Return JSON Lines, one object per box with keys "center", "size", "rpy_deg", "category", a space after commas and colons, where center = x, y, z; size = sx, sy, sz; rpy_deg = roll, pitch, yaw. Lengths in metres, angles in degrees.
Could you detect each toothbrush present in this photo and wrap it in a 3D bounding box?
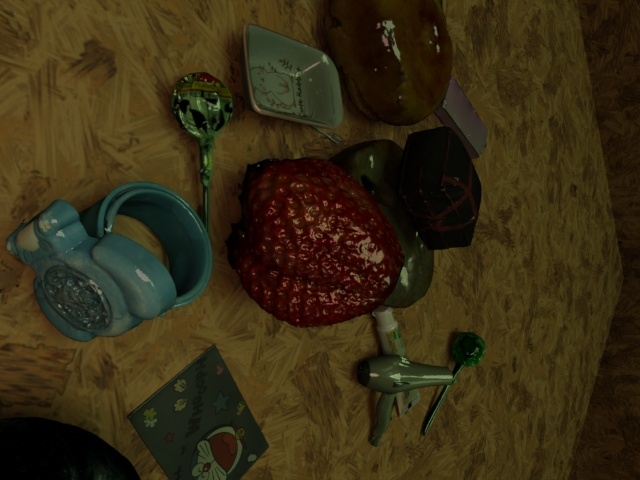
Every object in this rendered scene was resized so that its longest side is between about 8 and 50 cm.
{"center": [-0.016, -0.231, 0.874], "size": [0.167, 0.014, 0.011], "rpy_deg": [22, 59, -43], "category": "toothbrush"}

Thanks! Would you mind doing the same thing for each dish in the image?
{"center": [-0.051, -0.272, 0.793], "size": [0.234, 0.064, 0.154], "rpy_deg": [-1, 82, -44], "category": "dish"}

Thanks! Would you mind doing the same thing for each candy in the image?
{"center": [0.364, 0.400, 1.244], "size": [0.323, 0.097, 0.097], "rpy_deg": [-53, 126, -19], "category": "candy"}
{"center": [-0.185, -0.100, 0.686], "size": [0.091, 0.083, 0.305], "rpy_deg": [2, 101, -8], "category": "candy"}

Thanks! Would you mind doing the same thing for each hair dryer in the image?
{"center": [0.202, 0.354, 1.018], "size": [0.219, 0.088, 0.225], "rpy_deg": [-13, 106, -7], "category": "hair dryer"}

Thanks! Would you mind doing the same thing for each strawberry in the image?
{"center": [0.000, 0.000, 0.710], "size": [0.238, 0.288, 0.250], "rpy_deg": [-32, 134, -50], "category": "strawberry"}

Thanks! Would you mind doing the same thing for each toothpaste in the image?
{"center": [0.187, 0.291, 1.070], "size": [0.056, 0.058, 0.314], "rpy_deg": [-78, 153, -64], "category": "toothpaste"}

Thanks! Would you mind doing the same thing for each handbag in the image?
{"center": [0.240, -0.095, 0.899], "size": [0.215, 0.155, 0.169], "rpy_deg": [50, 41, -42], "category": "handbag"}

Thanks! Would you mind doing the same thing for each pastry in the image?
{"center": [0.157, -0.421, 0.944], "size": [0.356, 0.164, 0.356], "rpy_deg": [5, 83, -48], "category": "pastry"}

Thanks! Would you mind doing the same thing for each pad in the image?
{"center": [-0.188, 0.320, 0.730], "size": [0.170, 0.006, 0.245], "rpy_deg": [-37, 117, -37], "category": "pad"}

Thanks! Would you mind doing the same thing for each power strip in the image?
{"center": [0.408, -0.348, 1.276], "size": [0.279, 0.037, 0.109], "rpy_deg": [34, 68, -40], "category": "power strip"}

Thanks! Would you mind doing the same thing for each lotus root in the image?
{"center": [0.149, -0.041, 0.988], "size": [0.375, 0.111, 0.390], "rpy_deg": [-49, 122, -37], "category": "lotus root"}

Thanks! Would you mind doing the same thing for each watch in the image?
{"center": [-0.241, 0.013, 0.563], "size": [0.193, 0.211, 0.211], "rpy_deg": [-54, 129, -55], "category": "watch"}

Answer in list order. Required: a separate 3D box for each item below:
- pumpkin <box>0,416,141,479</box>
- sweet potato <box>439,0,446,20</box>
{"center": [-0.336, 0.326, 0.430], "size": [0.315, 0.238, 0.315], "rpy_deg": [-31, 128, -52], "category": "pumpkin"}
{"center": [0.290, -0.621, 1.141], "size": [0.053, 0.054, 0.182], "rpy_deg": [-42, 122, -25], "category": "sweet potato"}
